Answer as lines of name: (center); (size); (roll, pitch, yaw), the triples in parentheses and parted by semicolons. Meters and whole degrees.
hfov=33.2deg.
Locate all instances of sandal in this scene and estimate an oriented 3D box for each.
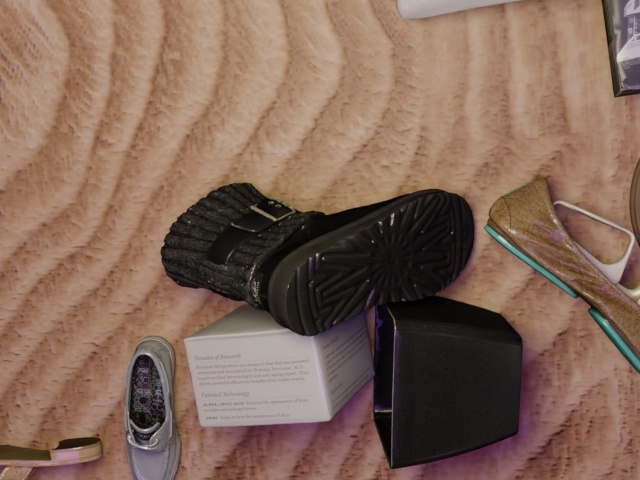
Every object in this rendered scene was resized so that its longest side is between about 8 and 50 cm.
sandal: (-0.425, 0.333, 1.522); (0.240, 0.088, 0.079); (-6, 94, 4)

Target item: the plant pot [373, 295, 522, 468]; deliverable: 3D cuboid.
plant pot: (0.160, 0.170, 1.367); (0.167, 0.187, 0.188); (1, 100, -4)

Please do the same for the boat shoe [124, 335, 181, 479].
boat shoe: (-0.240, 0.248, 1.482); (0.079, 0.081, 0.227); (3, 100, 8)

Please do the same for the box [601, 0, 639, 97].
box: (0.448, -0.337, 1.252); (0.242, 0.076, 0.307); (-7, 89, 9)

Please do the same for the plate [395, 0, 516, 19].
plate: (0.203, -0.418, 1.263); (0.278, 0.045, 0.277); (-4, 92, 24)

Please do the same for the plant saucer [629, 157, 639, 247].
plant saucer: (0.529, -0.049, 1.338); (0.278, 0.041, 0.278); (2, 101, 8)

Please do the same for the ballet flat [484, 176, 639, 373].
ballet flat: (0.363, 0.050, 1.351); (0.342, 0.116, 0.124); (44, 97, 4)

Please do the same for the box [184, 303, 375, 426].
box: (-0.048, 0.150, 1.371); (0.182, 0.181, 0.119); (-6, 98, 22)

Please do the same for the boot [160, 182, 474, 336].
boot: (-0.001, -0.004, 1.367); (0.260, 0.348, 0.131); (18, 117, 48)
